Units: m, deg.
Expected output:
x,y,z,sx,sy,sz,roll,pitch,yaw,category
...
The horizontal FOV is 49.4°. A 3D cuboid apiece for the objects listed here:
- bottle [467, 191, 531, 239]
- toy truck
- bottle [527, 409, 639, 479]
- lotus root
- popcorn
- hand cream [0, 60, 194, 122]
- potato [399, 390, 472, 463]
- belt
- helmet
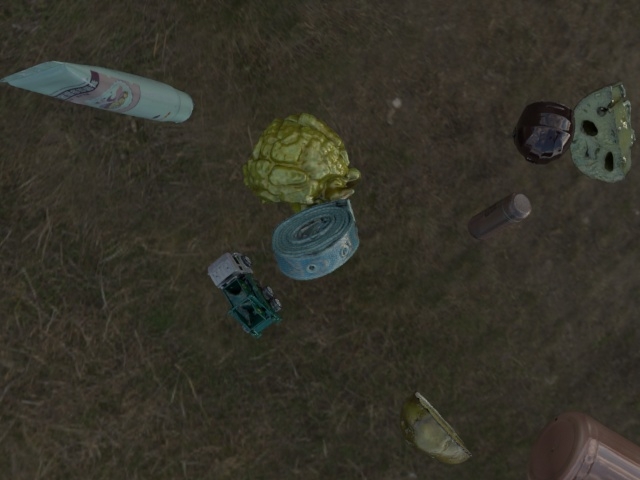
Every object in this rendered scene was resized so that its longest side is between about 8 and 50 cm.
x,y,z,sx,sy,sz,roll,pitch,yaw,category
0.338,-0.044,1.316,0.053,0.053,0.140,16,155,-19,bottle
-0.195,0.130,1.728,0.110,0.216,0.116,-37,161,11,toy truck
0.542,0.456,1.285,0.297,0.173,0.206,29,152,-5,bottle
0.677,-0.262,1.677,0.138,0.119,0.234,1,110,31,lotus root
-0.040,-0.165,1.554,0.258,0.270,0.224,21,106,-37,popcorn
-0.280,-0.206,0.942,0.085,0.331,0.058,-9,88,20,hand cream
0.225,0.397,1.416,0.081,0.164,0.200,-44,134,3,potato
-0.008,0.004,1.309,0.163,0.147,0.082,-14,130,4,belt
0.370,-0.168,1.154,0.098,0.070,0.123,12,137,8,helmet
